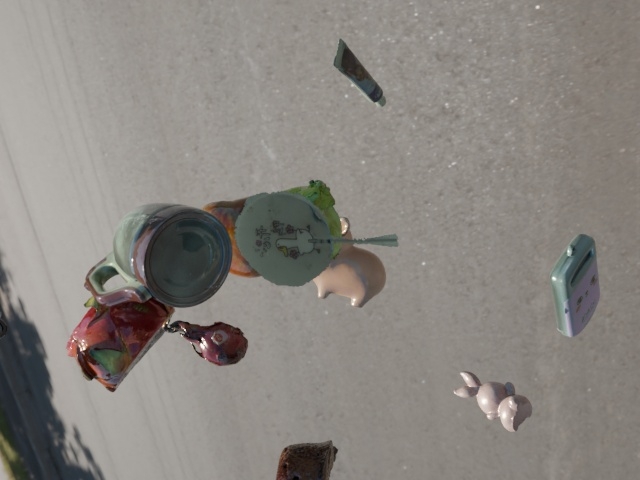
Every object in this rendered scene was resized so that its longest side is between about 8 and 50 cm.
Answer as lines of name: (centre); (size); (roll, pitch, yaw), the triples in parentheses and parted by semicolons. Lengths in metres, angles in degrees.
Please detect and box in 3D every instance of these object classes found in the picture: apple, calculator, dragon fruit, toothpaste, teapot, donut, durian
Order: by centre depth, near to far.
toothpaste: (0.082, -0.327, 1.291); (0.037, 0.216, 0.062); (0, 73, 30)
donut: (-0.028, 0.475, 1.319); (0.186, 0.126, 0.144); (-88, -4, -52)
calculator: (0.532, 0.096, 1.332); (0.045, 0.141, 0.246); (21, 148, 41)
dragon fruit: (-0.237, 0.209, 1.340); (0.094, 0.190, 0.094); (-50, 27, 38)
teapot: (-0.419, 0.043, 1.550); (0.312, 0.315, 0.233); (15, 141, 49)
dragon fruit: (-0.530, 0.236, 1.671); (0.189, 0.290, 0.290); (37, 140, -1)
durian: (-0.074, -0.021, 1.691); (0.339, 0.204, 0.256); (-9, 143, 37)
apple: (-0.245, -0.009, 2.081); (0.301, 0.301, 0.301); (27, 127, 42)

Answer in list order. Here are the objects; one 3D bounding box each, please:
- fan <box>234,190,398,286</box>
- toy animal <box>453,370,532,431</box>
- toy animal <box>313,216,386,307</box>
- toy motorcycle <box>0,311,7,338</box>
fan: (0.000, 0.000, 1.481); (0.012, 0.414, 0.233); (141, 129, -60)
toy animal: (0.504, 0.454, 1.860); (0.212, 0.124, 0.124); (30, 129, 40)
toy animal: (0.059, 0.060, 2.029); (0.237, 0.326, 0.269); (21, -94, -90)
toy motorcycle: (-0.669, 0.184, 1.138); (0.150, 0.221, 0.102); (22, 121, -6)
